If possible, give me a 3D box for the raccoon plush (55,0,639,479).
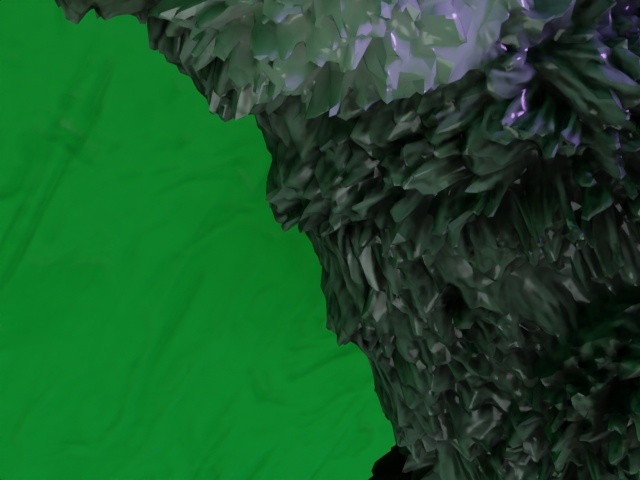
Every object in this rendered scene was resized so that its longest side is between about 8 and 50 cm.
[{"bbox_3d":[0.000,0.000,0.645,0.299,0.216,0.446,20,121,-11],"label":"raccoon plush"}]
